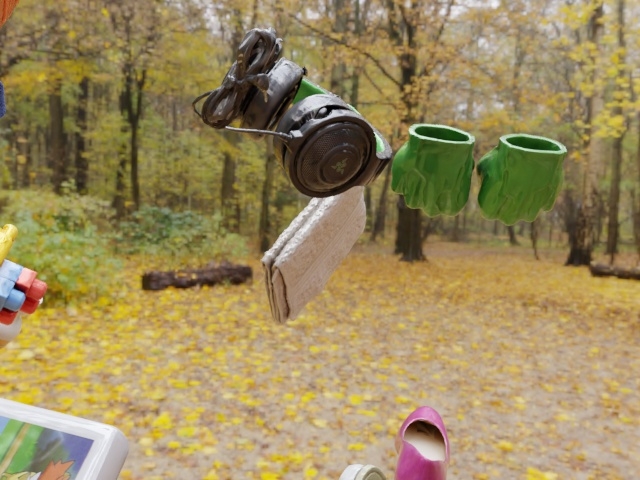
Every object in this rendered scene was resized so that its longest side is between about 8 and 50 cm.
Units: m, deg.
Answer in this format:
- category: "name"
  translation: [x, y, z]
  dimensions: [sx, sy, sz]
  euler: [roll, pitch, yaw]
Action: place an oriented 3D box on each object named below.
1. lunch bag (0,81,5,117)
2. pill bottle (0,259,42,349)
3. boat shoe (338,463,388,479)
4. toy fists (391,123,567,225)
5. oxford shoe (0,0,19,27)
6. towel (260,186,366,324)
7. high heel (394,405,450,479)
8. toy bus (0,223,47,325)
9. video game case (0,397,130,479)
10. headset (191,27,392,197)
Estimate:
- category: "lunch bag"
  translation: [-0.560, -0.228, 1.118]
  dimensions: [0.065, 0.067, 0.098]
  euler: [5, 7, 42]
- category: "pill bottle"
  translation: [-0.518, 0.126, 1.013]
  dimensions: [0.208, 0.118, 0.117]
  euler: [-41, 7, -3]
- category: "boat shoe"
  translation: [0.058, 0.475, 1.117]
  dimensions: [0.103, 0.303, 0.113]
  euler: [12, 33, 37]
- category: "toy fists"
  translation: [0.254, -0.105, 1.128]
  dimensions: [0.278, 0.142, 0.096]
  euler: [5, 30, -5]
- category: "oxford shoe"
  translation: [-0.400, -0.391, 0.817]
  dimensions: [0.132, 0.364, 0.130]
  euler: [14, -28, -23]
- category: "towel"
  translation: [0.000, 0.000, 1.177]
  dimensions: [0.049, 0.282, 0.187]
  euler: [26, -30, 21]
- category: "high heel"
  translation: [0.139, 0.263, 0.913]
  dimensions: [0.082, 0.117, 0.244]
  euler: [21, 25, 14]
- category: "toy bus"
  translation: [-0.464, 0.058, 0.860]
  dimensions: [0.211, 0.220, 0.150]
  euler: [30, 33, -22]
- category: "video game case"
  translation: [-0.311, 0.231, 0.396]
  dimensions: [0.299, 0.329, 0.036]
  euler: [9, -36, 16]
- category: "headset"
  translation: [-0.025, -0.185, 0.936]
  dimensions: [0.243, 0.185, 0.394]
  euler: [41, 24, 15]
